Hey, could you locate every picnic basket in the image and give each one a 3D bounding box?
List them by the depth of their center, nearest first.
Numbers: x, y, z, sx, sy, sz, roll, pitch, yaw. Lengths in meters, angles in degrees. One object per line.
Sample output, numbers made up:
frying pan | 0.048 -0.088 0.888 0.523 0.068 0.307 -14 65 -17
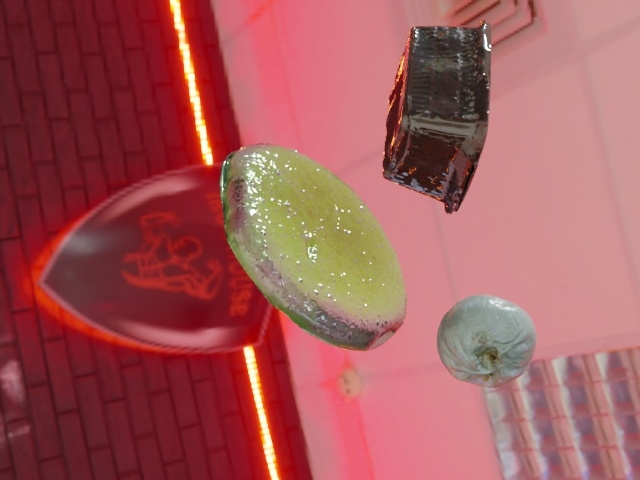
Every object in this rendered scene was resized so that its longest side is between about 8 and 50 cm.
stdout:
picnic basket | 0.178 -0.204 1.591 0.222 0.129 0.297 107 -7 -51

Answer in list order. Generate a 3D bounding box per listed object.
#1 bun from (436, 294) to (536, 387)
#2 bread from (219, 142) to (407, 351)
bun | 0.226 0.145 1.393 0.083 0.141 0.141 -86 -175 -61
bread | 0.000 0.000 0.945 0.033 0.228 0.228 -39 -117 31
